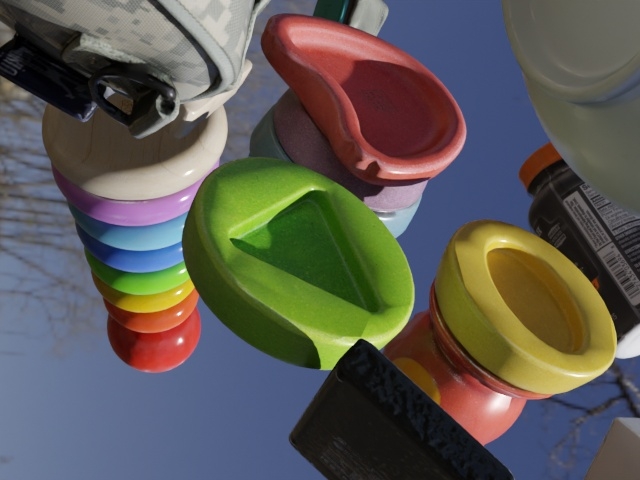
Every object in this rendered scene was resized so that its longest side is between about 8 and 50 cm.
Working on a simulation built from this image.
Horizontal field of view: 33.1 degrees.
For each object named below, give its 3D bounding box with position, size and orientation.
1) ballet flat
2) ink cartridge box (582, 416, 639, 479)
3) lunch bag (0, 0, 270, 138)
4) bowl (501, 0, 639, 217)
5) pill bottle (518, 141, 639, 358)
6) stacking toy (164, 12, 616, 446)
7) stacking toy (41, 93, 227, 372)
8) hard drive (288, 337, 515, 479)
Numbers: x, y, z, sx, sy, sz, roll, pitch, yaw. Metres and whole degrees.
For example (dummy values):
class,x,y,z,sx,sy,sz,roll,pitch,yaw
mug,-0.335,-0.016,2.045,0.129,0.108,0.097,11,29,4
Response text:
class,x,y,z,sx,sy,sz,roll,pitch,yaw
ballet flat,0.004,-0.120,0.919,0.072,0.068,0.213,16,-98,49
ink cartridge box,0.470,0.308,1.185,0.226,0.306,0.131,42,-65,51
lunch bag,-0.074,-0.224,0.369,0.305,0.256,0.213,-61,-158,-11
bowl,0.182,-0.132,0.525,0.298,0.134,0.297,-179,-90,-64
pill bottle,0.319,-0.001,1.208,0.245,0.131,0.130,62,-38,27
stacking toy,0.000,0.000,0.682,0.130,0.280,0.309,-54,-131,36
stacking toy,-0.153,0.002,0.942,0.330,0.141,0.141,97,-15,-52
hard drive,0.034,0.108,0.538,0.094,0.022,0.135,42,-26,8
